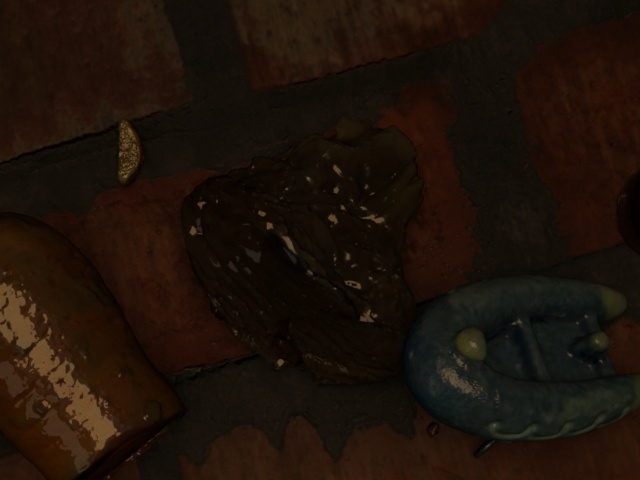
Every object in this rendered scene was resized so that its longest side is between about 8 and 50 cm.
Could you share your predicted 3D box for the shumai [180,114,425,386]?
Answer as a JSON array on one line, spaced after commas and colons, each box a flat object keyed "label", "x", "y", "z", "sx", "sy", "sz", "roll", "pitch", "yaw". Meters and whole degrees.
[{"label": "shumai", "x": 0.001, "y": -0.002, "z": 1.825, "sx": 0.346, "sy": 0.217, "sz": 0.283, "roll": 34, "pitch": 50, "yaw": -6}]

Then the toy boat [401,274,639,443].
[{"label": "toy boat", "x": 0.257, "y": 0.129, "z": 1.720, "sx": 0.330, "sy": 0.123, "sz": 0.215, "roll": 0, "pitch": 61, "yaw": -21}]

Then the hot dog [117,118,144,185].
[{"label": "hot dog", "x": -0.249, "y": -0.117, "z": 1.895, "sx": 0.034, "sy": 0.030, "sz": 0.090, "roll": 0, "pitch": 80, "yaw": 1}]

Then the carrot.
[{"label": "carrot", "x": -0.338, "y": 0.135, "z": 1.757, "sx": 0.224, "sy": 0.224, "sz": 0.341, "roll": -37, "pitch": 84, "yaw": -4}]

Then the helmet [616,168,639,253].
[{"label": "helmet", "x": 0.466, "y": -0.049, "z": 1.818, "sx": 0.175, "sy": 0.106, "sz": 0.155, "roll": -4, "pitch": 79, "yaw": 6}]

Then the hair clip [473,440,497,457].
[{"label": "hair clip", "x": 0.320, "y": 0.208, "z": 1.807, "sx": 0.275, "sy": 0.048, "sz": 0.083, "roll": -11, "pitch": 75, "yaw": -1}]
